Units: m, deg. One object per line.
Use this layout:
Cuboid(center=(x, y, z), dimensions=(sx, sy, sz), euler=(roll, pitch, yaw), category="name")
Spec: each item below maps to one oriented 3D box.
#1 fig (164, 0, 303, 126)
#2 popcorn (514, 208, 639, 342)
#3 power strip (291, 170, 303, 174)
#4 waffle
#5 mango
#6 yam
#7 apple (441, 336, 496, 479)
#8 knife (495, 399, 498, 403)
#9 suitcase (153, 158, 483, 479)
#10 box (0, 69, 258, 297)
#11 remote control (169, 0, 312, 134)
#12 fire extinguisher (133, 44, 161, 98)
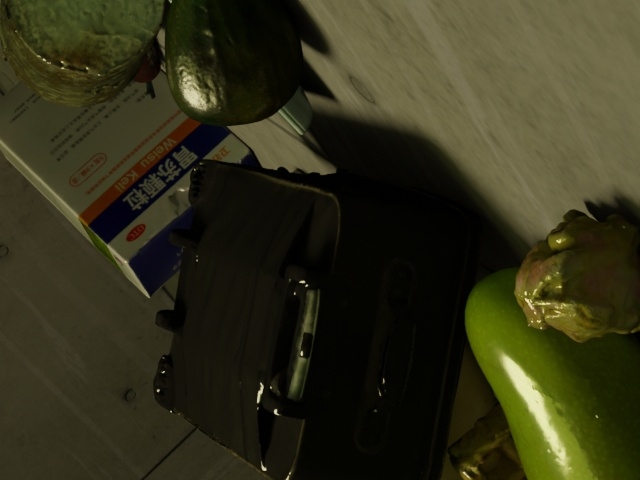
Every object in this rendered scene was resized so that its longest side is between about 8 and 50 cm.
Cuboid(center=(-0.079, -0.182, 1.572), dimensions=(0.117, 0.117, 0.177), euler=(34, 146, 54), category="fig")
Cuboid(center=(0.179, 0.025, 1.303), dimensions=(0.097, 0.109, 0.089), euler=(-4, 103, 33), category="popcorn")
Cuboid(center=(-0.002, 0.002, 2.164), dimensions=(0.080, 0.048, 0.286), euler=(40, 169, 25), category="power strip")
Cuboid(center=(0.223, 0.205, 1.654), dimensions=(0.211, 0.160, 0.055), euler=(53, 171, -31), category="waffle")
Cuboid(center=(0.219, 0.146, 1.508), dimensions=(0.293, 0.143, 0.175), euler=(56, 162, -9), category="mango")
Cuboid(center=(-0.244, -0.227, 1.941), dimensions=(0.168, 0.168, 0.304), euler=(47, 169, -4), category="yam")
Cuboid(center=(0.056, 0.169, 2.020), dimensions=(0.262, 0.262, 0.262), euler=(45, 171, 9), category="apple")
Cuboid(center=(0.211, 0.223, 2.258), dimensions=(0.028, 0.015, 0.210), euler=(49, 172, 21), category="knife")
Cuboid(center=(-0.010, 0.075, 1.737), dimensions=(0.194, 0.283, 0.434), euler=(9, -177, -21), category="suitcase")
Cuboid(center=(-0.238, -0.104, 2.296), dimensions=(0.299, 0.200, 0.106), euler=(42, 168, 28), category="box")
Cuboid(center=(-0.105, -0.216, 1.675), dimensions=(0.293, 0.051, 0.103), euler=(49, -174, -23), category="remote control")
Cuboid(center=(-0.209, -0.217, 2.180), dimensions=(0.158, 0.043, 0.064), euler=(79, 176, -73), category="fire extinguisher")
